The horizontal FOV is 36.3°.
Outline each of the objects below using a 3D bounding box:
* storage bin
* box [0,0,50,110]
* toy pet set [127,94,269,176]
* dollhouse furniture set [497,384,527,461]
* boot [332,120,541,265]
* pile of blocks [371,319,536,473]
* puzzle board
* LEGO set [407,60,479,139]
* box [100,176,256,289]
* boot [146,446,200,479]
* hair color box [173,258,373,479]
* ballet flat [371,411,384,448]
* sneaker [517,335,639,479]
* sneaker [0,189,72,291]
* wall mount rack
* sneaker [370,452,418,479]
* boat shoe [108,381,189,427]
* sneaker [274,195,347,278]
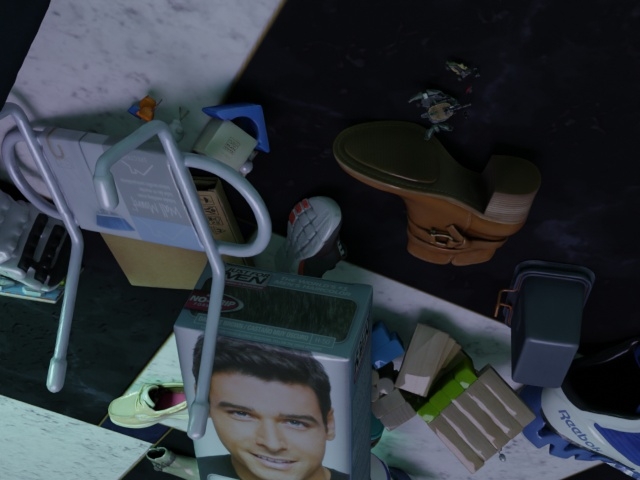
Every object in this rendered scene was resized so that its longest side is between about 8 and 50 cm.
[{"bbox_3d":[0.239,0.096,1.062,0.098,0.091,0.135,8,146,6],"label":"storage bin"},{"bbox_3d":[-0.513,-0.075,0.685,0.480,0.471,0.297,-8,143,27],"label":"box"},{"bbox_3d":[-0.100,-0.109,0.908,0.122,0.065,0.114,35,175,-27],"label":"toy pet set"},{"bbox_3d":[0.240,0.235,1.281,0.091,0.081,0.114,18,147,-10],"label":"dollhouse furniture set"},{"bbox_3d":[0.098,-0.033,0.930,0.197,0.073,0.152,15,151,-1],"label":"boot"},{"bbox_3d":[0.082,0.151,1.208,0.362,0.149,0.112,22,-170,0],"label":"pile of blocks"},{"bbox_3d":[-0.363,0.041,1.174,0.128,0.096,0.011,9,113,4],"label":"puzzle board"},{"bbox_3d":[0.108,-0.123,0.839,0.054,0.023,0.083,26,131,-25],"label":"LEGO set"},{"bbox_3d":[-0.169,-0.005,1.099,0.165,0.021,0.201,3,146,13],"label":"box"},{"bbox_3d":[-0.245,0.388,1.703,0.118,0.042,0.087,-14,137,34],"label":"boot"},{"bbox_3d":[-0.042,0.206,1.105,0.185,0.113,0.374,9,131,12],"label":"hair color box"},{"bbox_3d":[-0.068,0.204,1.299,0.349,0.123,0.123,30,143,-30],"label":"ballet flat"},{"bbox_3d":[0.405,0.210,1.151,0.316,0.127,0.182,13,149,0],"label":"sneaker"},{"bbox_3d":[-0.394,-0.039,1.050,0.118,0.110,0.292,3,147,29],"label":"sneaker"},{"bbox_3d":[-0.205,0.021,0.941,0.350,0.130,0.304,11,132,34],"label":"wall mount rack"},{"bbox_3d":[0.099,0.388,1.509,0.236,0.130,0.323,3,155,-24],"label":"sneaker"},{"bbox_3d":[-0.247,0.239,1.463,0.170,0.063,0.059,-10,139,15],"label":"boat shoe"},{"bbox_3d":[0.000,0.000,1.040,0.065,0.061,0.158,-6,155,-25],"label":"sneaker"}]
